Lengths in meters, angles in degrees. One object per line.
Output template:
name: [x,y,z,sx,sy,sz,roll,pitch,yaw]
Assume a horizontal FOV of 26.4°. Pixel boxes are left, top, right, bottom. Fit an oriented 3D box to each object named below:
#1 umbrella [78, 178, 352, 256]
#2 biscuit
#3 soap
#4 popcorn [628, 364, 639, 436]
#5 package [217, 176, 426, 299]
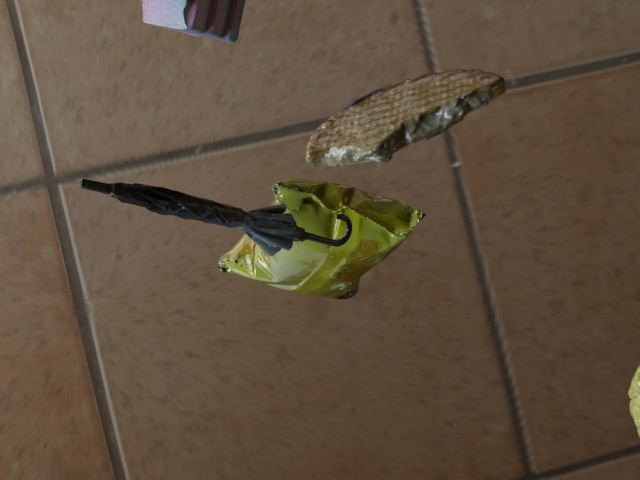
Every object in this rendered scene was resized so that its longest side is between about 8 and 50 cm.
umbrella: [-0.073,-0.013,1.061,0.269,0.044,0.044,8,101,-41]
biscuit: [0.099,-0.140,1.564,0.228,0.176,0.031,-10,121,17]
soap: [-0.100,-0.245,1.122,0.056,0.100,0.149,16,97,29]
popcorn: [0.350,0.149,1.236,0.145,0.126,0.126,-7,71,-19]
package: [0.000,0.000,1.407,0.168,0.226,0.090,12,66,-18]
